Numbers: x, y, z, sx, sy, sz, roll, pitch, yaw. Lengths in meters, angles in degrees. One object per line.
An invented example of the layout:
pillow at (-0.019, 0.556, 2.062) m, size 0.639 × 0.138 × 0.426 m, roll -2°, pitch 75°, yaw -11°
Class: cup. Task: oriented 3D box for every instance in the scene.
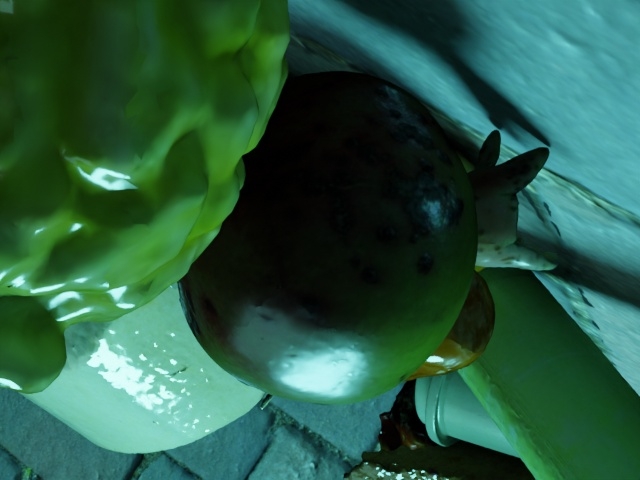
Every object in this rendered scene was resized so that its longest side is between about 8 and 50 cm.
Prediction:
cup at (0.160, 0.125, 1.019) m, size 0.141 × 0.120 × 0.120 m, roll 16°, pitch 166°, yaw 29°

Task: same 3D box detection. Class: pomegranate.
pomegranate at (0.020, -0.005, 0.484) m, size 0.129 × 0.159 × 0.129 m, roll 165°, pitch 90°, yaw -89°

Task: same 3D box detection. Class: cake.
cake at (0.164, 0.236, 1.050) m, size 0.295 × 0.116 × 0.113 m, roll 0°, pitch -156°, yaw 12°

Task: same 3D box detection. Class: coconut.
coconut at (-0.153, 0.029, 1.095) m, size 0.323 × 0.323 × 0.323 m, roll 34°, pitch 175°, yaw 4°

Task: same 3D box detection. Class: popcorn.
popcorn at (-0.137, -0.069, 0.408) m, size 0.259 × 0.259 × 0.212 m, roll 35°, pitch -164°, yaw -1°

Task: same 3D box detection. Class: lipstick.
lipstick at (0.148, 0.115, 0.661) m, size 0.076 × 0.076 × 0.304 m, roll 39°, pitch -168°, yaw -41°

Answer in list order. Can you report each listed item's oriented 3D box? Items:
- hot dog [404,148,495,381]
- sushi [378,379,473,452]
hot dog at (0.000, 0.000, 0.703) m, size 0.256 × 0.150 × 0.153 m, roll 29°, pitch 162°, yaw 48°
sushi at (0.176, 0.212, 1.262) m, size 0.196 × 0.182 × 0.343 m, roll 25°, pitch 174°, yaw 22°
